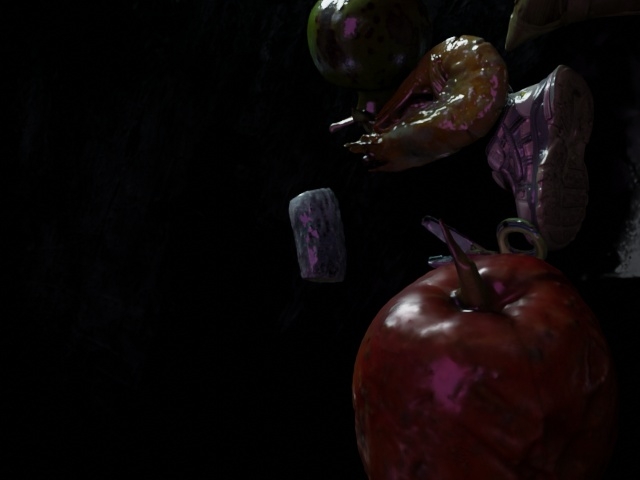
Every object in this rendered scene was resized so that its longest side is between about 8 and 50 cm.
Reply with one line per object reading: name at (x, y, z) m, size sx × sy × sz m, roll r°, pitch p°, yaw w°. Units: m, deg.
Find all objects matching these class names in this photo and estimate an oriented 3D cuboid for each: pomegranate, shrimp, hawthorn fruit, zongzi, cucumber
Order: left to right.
cucumber at (-0.001, -0.002, 1.224) m, size 0.064 × 0.064 × 0.112 m, roll -24°, pitch 70°, yaw 39°
pomegranate at (0.054, -0.208, 1.149) m, size 0.148 × 0.148 × 0.169 m, roll -4°, pitch 88°, yaw 43°
shrimp at (0.109, -0.136, 1.072) m, size 0.217 × 0.051 × 0.115 m, roll -26°, pitch 59°, yaw 44°
hawthorn fruit at (0.148, 0.145, 0.931) m, size 0.258 × 0.258 × 0.262 m, roll 62°, pitch 145°, yaw 30°
zongzi at (0.276, -0.220, 0.998) m, size 0.189 × 0.081 × 0.178 m, roll 38°, pitch 132°, yaw 26°

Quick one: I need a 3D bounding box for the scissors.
scissors at (0.167, 0.022, 1.052) m, size 0.187 × 0.020 × 0.133 m, roll 23°, pitch 135°, yaw 52°

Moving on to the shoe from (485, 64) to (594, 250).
shoe at (0.206, -0.080, 1.015) m, size 0.092 × 0.089 × 0.180 m, roll 1°, pitch 82°, yaw 43°
